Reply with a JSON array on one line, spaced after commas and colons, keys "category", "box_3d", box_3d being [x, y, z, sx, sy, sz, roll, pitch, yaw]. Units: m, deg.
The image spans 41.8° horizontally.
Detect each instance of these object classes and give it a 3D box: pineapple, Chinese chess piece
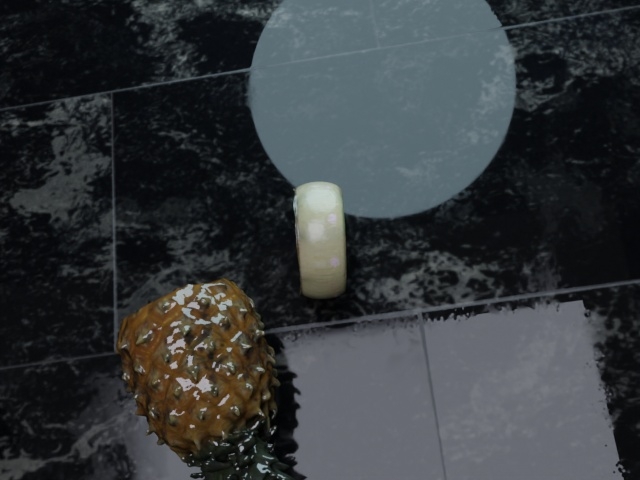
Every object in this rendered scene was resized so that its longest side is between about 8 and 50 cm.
[{"category": "pineapple", "box_3d": [-0.086, 0.180, 0.807, 0.158, 0.158, 0.278, -27, 76, -3]}, {"category": "Chinese chess piece", "box_3d": [0.000, 0.000, 0.866, 0.051, 0.122, 0.122, -4, 69, 0]}]
